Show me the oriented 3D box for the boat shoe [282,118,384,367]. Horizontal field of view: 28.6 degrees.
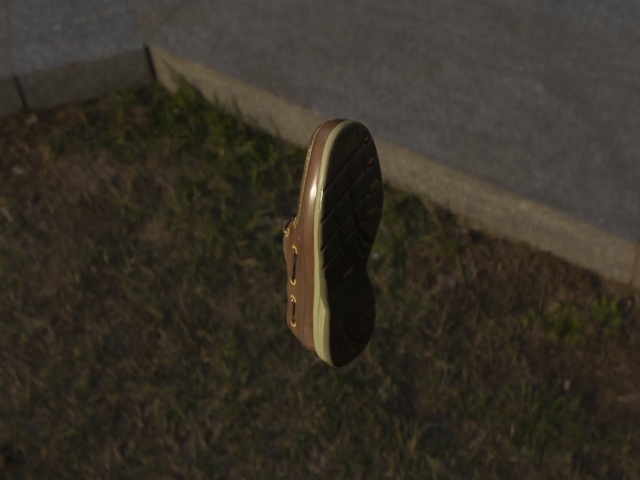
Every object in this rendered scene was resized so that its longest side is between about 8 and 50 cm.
[{"bbox_3d":[0.000,0.000,0.842,0.060,0.178,0.064,24,35,35],"label":"boat shoe"}]
